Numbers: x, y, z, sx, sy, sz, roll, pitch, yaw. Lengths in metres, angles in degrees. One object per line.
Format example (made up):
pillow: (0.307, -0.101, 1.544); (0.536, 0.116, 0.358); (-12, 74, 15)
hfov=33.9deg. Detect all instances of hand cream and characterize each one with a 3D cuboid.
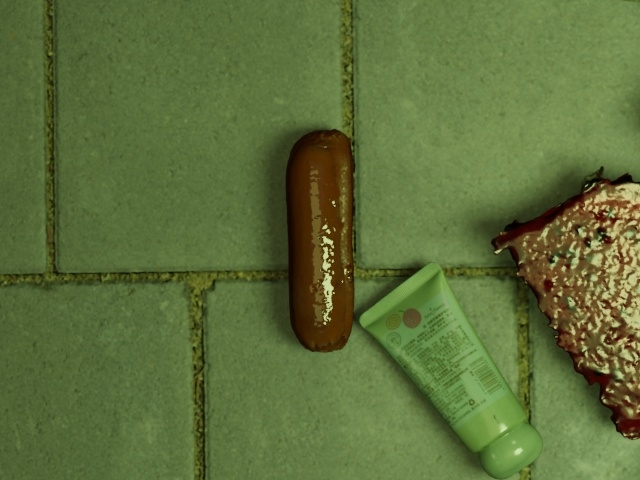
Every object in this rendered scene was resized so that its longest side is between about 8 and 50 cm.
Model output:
hand cream: (0.192, 0.192, 1.480); (0.147, 0.093, 0.306); (-39, 78, 17)

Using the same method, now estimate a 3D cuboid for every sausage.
sausage: (0.000, 0.000, 1.533); (0.102, 0.102, 0.330); (-2, 89, 15)

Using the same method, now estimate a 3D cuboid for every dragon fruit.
dragon fruit: (0.433, 0.067, 1.408); (0.282, 0.100, 0.343); (-31, 85, 14)
